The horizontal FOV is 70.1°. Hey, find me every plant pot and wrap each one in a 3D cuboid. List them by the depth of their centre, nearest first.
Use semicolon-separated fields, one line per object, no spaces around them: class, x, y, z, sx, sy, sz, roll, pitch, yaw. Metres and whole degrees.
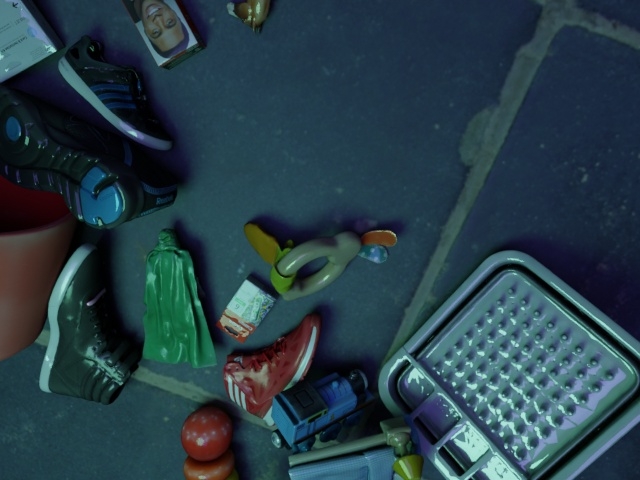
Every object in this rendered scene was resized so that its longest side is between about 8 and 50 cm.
plant pot;-0.518;0.033;0.680;0.275;0.275;0.243;18;114;0

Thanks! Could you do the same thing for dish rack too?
dish rack;0.283;0.213;0.693;0.333;0.072;0.285;-51;61;13

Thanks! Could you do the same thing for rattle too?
rattle;0.000;0.000;0.735;0.200;0.143;0.130;-31;132;-4

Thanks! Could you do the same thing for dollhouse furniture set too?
dollhouse furniture set;0.021;0.433;0.666;0.286;0.198;0.303;-9;130;-8

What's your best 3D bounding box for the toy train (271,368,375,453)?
toy train;0.006;0.268;0.733;0.184;0.080;0.105;-15;131;-32

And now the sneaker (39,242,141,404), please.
sneaker;-0.365;0.149;0.765;0.147;0.104;0.295;19;110;-2

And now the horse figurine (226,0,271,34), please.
horse figurine;-0.100;-0.449;0.618;0.174;0.066;0.263;33;106;2

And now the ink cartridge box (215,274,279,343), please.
ink cartridge box;-0.128;0.122;0.773;0.063;0.029;0.115;35;103;-5

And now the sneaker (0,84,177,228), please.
sneaker;-0.373;-0.125;0.694;0.341;0.140;0.125;34;113;16

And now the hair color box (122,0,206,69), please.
hair color box;-0.237;-0.334;0.666;0.072;0.043;0.141;-27;101;9

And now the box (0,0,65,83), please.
box;-0.496;-0.333;0.658;0.145;0.038;0.186;-24;120;10

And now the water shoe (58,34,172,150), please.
water shoe;-0.296;-0.220;0.683;0.203;0.073;0.080;41;101;-6

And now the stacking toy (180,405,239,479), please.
stacking toy;-0.191;0.457;0.817;0.141;0.141;0.330;0;97;4

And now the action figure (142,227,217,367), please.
action figure;-0.241;0.093;0.757;0.137;0.063;0.232;1;107;6

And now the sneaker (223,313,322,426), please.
sneaker;-0.090;0.201;0.761;0.128;0.087;0.221;25;103;-3
